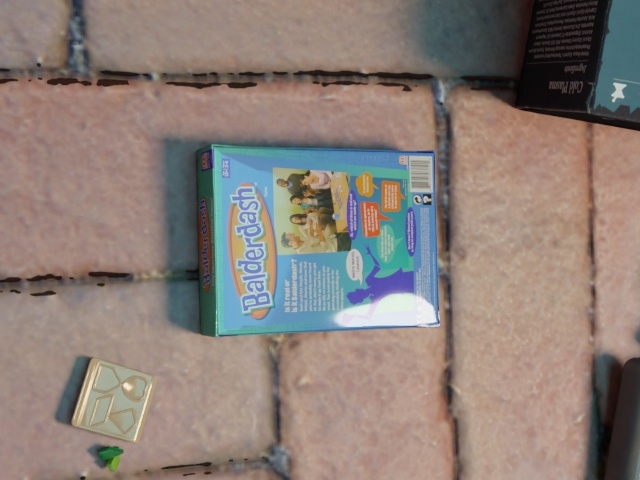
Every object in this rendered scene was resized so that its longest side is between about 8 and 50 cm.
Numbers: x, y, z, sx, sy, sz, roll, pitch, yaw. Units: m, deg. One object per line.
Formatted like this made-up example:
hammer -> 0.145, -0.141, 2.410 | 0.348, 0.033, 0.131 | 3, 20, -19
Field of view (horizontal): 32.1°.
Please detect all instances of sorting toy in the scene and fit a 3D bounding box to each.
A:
sorting toy -> -0.171, 0.142, 0.902 | 0.062, 0.012, 0.083 | 22, 76, -26

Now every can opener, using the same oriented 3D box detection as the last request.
can opener -> 0.318, 0.258, 1.061 | 0.076, 0.095, 0.283 | 10, 89, -23

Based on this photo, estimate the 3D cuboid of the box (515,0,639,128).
box -> 0.388, -0.243, 1.013 | 0.343, 0.179, 0.312 | 9, 95, -11

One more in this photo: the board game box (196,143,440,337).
board game box -> 0.000, 0.000, 0.964 | 0.210, 0.047, 0.160 | 0, 88, -24
